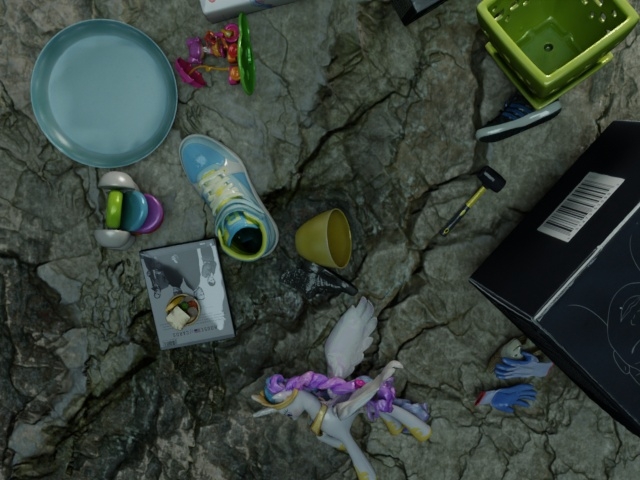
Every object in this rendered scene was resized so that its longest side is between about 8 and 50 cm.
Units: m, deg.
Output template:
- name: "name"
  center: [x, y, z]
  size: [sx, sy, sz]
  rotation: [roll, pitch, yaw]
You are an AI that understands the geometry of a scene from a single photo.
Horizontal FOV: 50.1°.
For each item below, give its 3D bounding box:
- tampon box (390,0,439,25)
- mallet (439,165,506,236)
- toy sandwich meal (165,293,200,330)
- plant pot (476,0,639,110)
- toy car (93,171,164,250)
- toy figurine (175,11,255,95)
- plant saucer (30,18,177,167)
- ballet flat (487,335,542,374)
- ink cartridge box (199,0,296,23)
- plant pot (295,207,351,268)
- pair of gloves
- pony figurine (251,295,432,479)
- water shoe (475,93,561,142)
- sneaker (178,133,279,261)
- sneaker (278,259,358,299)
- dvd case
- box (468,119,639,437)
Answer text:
- name: "tampon box"
  center: [0.214, -0.533, 1.425]
  size: [0.120, 0.161, 0.101]
  rotation: [-30, 98, 2]
- name: "mallet"
  center: [0.335, -0.090, 1.564]
  size: [0.190, 0.039, 0.062]
  rotation: [-42, 99, 9]
- name: "toy sandwich meal"
  center: [-0.316, 0.163, 1.558]
  size: [0.085, 0.029, 0.085]
  rotation: [0, 99, -2]
- name: "plant pot"
  center: [0.474, -0.420, 1.408]
  size: [0.228, 0.207, 0.227]
  rotation: [-36, 74, 5]
- name: "toy car"
  center: [-0.407, -0.058, 1.478]
  size: [0.136, 0.182, 0.159]
  rotation: [5, 84, -7]
- name: "toy figurine"
  center: [-0.233, -0.393, 1.465]
  size: [0.159, 0.130, 0.173]
  rotation: [-2, 98, 8]
- name: "plant saucer"
  center: [-0.470, -0.319, 1.502]
  size: [0.317, 0.044, 0.317]
  rotation: [0, 99, -2]
- name: "ballet flat"
  center: [0.479, 0.244, 1.597]
  size: [0.206, 0.073, 0.067]
  rotation: [-28, 132, -4]
- name: "ink cartridge box"
  center: [-0.135, -0.594, 1.429]
  size: [0.278, 0.117, 0.201]
  rotation: [-15, 99, 1]
- name: "plant pot"
  center: [0.000, 0.000, 1.531]
  size: [0.095, 0.134, 0.134]
  rotation: [-6, 100, 25]
- name: "pair of gloves"
  center: [0.455, 0.332, 1.592]
  size: [0.159, 0.023, 0.198]
  rotation: [5, 125, -22]
- name: "pony figurine"
  center: [0.073, 0.355, 1.531]
  size: [0.363, 0.303, 0.351]
  rotation: [40, 105, -22]
- name: "water shoe"
  center: [0.431, -0.282, 1.527]
  size: [0.203, 0.073, 0.080]
  rotation: [-20, 78, -3]
- name: "sneaker"
  center: [-0.200, -0.092, 1.461]
  size: [0.127, 0.208, 0.319]
  rotation: [-37, 98, 6]
- name: "sneaker"
  center: [-0.005, 0.103, 1.578]
  size: [0.170, 0.051, 0.089]
  rotation: [33, 97, -1]
- name: "dvd case"
  center: [-0.306, 0.124, 1.582]
  size: [0.179, 0.029, 0.238]
  rotation: [-10, 100, 0]
- name: "box"
  center: [0.664, 0.088, 1.411]
  size: [0.472, 0.297, 0.480]
  rotation: [42, 91, -18]
